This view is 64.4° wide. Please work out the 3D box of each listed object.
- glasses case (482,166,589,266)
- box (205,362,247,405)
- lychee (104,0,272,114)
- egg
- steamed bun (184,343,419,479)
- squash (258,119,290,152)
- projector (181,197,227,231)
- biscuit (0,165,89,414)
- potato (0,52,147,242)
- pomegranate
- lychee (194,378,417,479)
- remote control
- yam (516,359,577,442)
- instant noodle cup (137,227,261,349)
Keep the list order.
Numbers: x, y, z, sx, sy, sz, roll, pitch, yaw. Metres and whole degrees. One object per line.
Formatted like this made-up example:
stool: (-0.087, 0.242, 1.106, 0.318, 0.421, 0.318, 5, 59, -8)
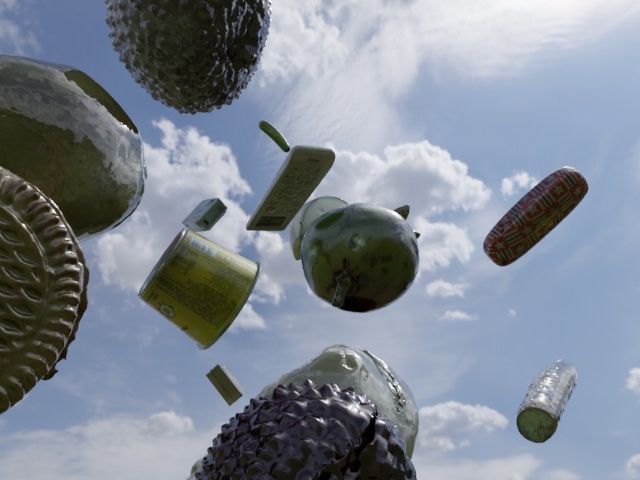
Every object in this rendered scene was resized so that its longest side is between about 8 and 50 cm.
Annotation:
glasses case: (0.347, -0.036, 0.821, 0.073, 0.049, 0.194, 34, -74, -32)
box: (-0.190, 0.288, 1.027, 0.035, 0.083, 0.079, -39, -8, -8)
lychee: (-0.222, -0.363, 0.846, 0.300, 0.300, 0.300, -2, -37, -2)
egg: (0.006, -0.016, 1.536, 0.271, 0.206, 0.162, 19, -25, -33)
steamed bun: (-0.008, 0.319, 0.684, 0.352, 0.247, 0.339, -42, -17, 1)
squash: (-0.096, -0.221, 1.075, 0.089, 0.027, 0.027, 44, -48, -1)
projector: (-0.391, -0.084, 1.726, 0.061, 0.115, 0.147, 49, -26, -26)
biscuit: (-0.319, 0.044, 0.418, 0.079, 0.259, 0.259, -2, -28, 43)
potato: (-0.373, -0.097, 0.608, 0.326, 0.221, 0.243, -23, -62, -38)
pomegranate: (0.068, 0.024, 0.695, 0.156, 0.156, 0.220, -28, -16, 29)
lychee: (-0.015, 0.202, 0.380, 0.188, 0.188, 0.188, -2, -37, -2)
remote control: (-0.080, -0.120, 1.195, 0.109, 0.055, 0.313, 0, -30, -31)
yam: (0.445, 0.296, 0.982, 0.083, 0.083, 0.371, -26, -14, 28)
instant noodle cup: (-0.373, 0.131, 1.533, 0.254, 0.325, 0.325, 36, -49, -17)
